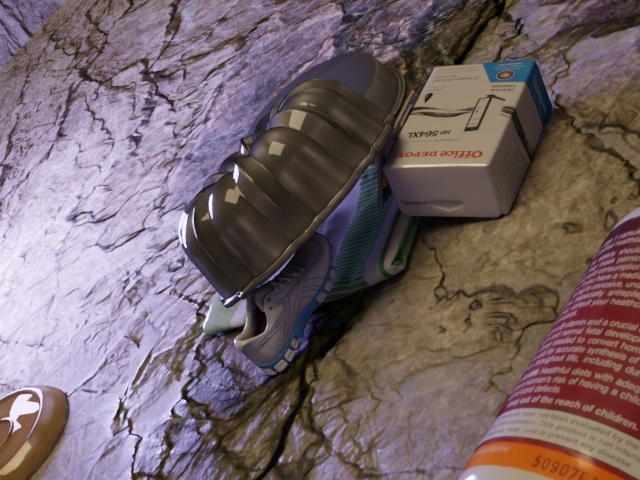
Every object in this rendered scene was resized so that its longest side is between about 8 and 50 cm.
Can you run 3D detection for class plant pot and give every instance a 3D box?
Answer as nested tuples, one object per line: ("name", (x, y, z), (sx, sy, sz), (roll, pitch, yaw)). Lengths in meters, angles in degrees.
("plant pot", (-0.467, 0.297, 1.820), (0.236, 0.032, 0.236), (-29, 30, 19))

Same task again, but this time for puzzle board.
("puzzle board", (0.100, -0.116, 1.610), (0.011, 0.096, 0.128), (16, 53, 15))

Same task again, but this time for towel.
("towel", (0.000, 0.000, 1.689), (0.325, 0.038, 0.248), (-17, 36, 35))

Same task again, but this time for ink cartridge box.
("ink cartridge box", (0.186, -0.129, 1.573), (0.148, 0.086, 0.203), (0, 45, 31))

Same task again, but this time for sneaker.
("sneaker", (-0.047, 0.068, 1.555), (0.071, 0.083, 0.191), (4, 64, 49))

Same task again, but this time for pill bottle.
("pill bottle", (0.289, 0.109, 0.984), (0.224, 0.224, 0.392), (2, 49, 52))

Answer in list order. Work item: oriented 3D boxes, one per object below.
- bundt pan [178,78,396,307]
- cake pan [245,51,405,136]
("bundt pan", (-0.060, -0.076, 1.597), (0.331, 0.124, 0.331), (-47, 10, 11))
("cake pan", (-0.004, -0.190, 1.956), (0.293, 0.054, 0.293), (-29, 30, 19))
